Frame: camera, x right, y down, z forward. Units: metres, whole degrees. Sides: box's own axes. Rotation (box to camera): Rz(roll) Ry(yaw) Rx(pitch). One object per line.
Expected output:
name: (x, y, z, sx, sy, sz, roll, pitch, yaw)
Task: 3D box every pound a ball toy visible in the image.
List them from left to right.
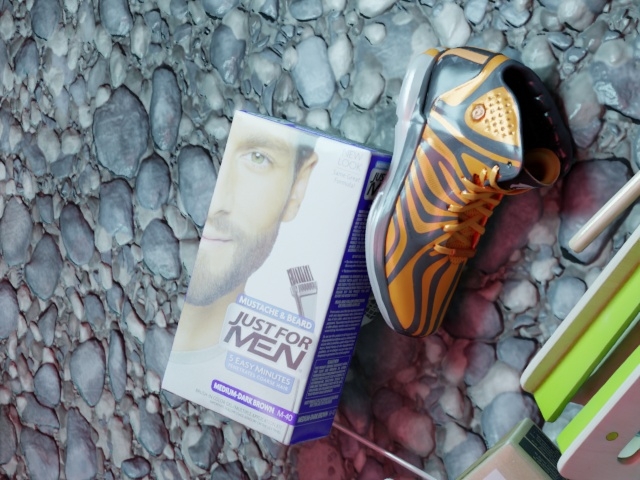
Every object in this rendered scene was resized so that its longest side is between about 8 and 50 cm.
pound a ball toy: (0.326, 0.056, 1.225, 0.319, 0.136, 0.208, -58, 30, 30)

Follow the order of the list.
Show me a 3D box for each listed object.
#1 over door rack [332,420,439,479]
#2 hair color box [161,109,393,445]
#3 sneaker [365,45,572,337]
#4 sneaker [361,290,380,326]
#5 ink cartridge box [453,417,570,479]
over door rack: (0.046, 0.351, 1.506, 0.324, 0.108, 0.239, 31, 112, 39)
hair color box: (-0.043, 0.039, 1.472, 0.185, 0.110, 0.338, 19, 97, 28)
sneaker: (0.156, -0.041, 1.363, 0.180, 0.125, 0.321, 15, 103, 44)
sneaker: (0.000, 0.000, 1.555, 0.095, 0.090, 0.235, -35, 75, 30)
ink cartridge box: (0.186, 0.329, 1.316, 0.193, 0.088, 0.234, 47, 112, 9)
